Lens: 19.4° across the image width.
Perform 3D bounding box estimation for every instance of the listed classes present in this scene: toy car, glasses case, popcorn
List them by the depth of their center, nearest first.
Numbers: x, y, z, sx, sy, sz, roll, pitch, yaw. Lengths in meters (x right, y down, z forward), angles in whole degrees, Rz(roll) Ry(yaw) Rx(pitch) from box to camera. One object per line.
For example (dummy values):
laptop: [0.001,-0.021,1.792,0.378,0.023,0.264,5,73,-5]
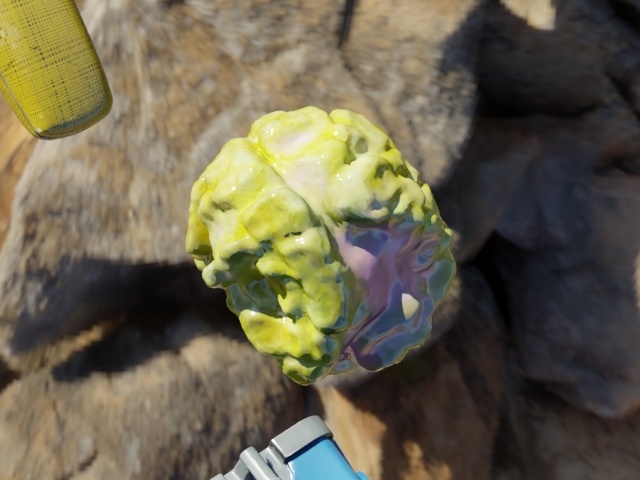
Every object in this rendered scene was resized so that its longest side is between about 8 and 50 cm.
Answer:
popcorn: [0.000,0.000,0.944,0.145,0.126,0.126,32,111,-32]
toy car: [-0.022,0.176,0.980,0.097,0.191,0.100,-31,67,-22]
glasses case: [-0.223,-0.182,1.334,0.079,0.064,0.234,-26,92,-33]
